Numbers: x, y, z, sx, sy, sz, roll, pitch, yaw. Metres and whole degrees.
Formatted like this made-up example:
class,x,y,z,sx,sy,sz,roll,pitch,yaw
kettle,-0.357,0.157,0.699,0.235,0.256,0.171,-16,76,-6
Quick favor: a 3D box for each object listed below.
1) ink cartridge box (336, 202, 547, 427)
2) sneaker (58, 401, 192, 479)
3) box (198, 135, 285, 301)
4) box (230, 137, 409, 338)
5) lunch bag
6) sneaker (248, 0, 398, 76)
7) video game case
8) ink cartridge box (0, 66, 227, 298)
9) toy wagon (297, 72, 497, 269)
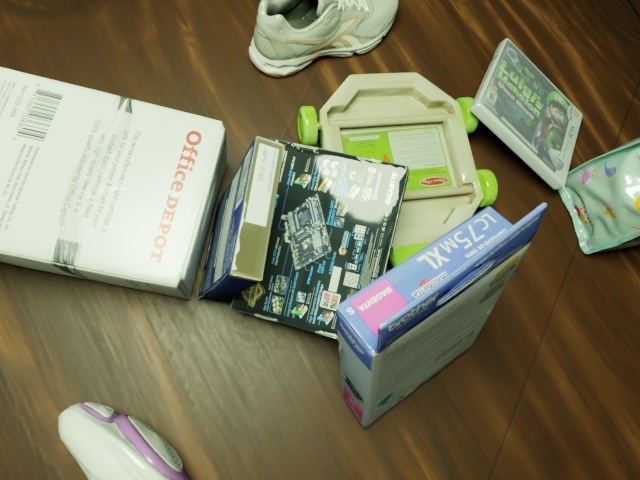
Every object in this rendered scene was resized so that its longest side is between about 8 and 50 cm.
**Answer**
class,x,y,z,sx,sy,sz,roll,pitch,yaw
ink cartridge box,0.107,0.087,0.471,0.185,0.311,0.065,-31,61,-16
sneaker,-0.186,0.306,0.459,0.152,0.114,0.305,-42,85,-18
box,-0.097,-0.007,0.509,0.036,0.225,0.137,14,73,-20
box,0.000,0.000,0.553,0.175,0.051,0.221,13,91,10
lunch bag,0.513,-0.088,0.609,0.223,0.262,0.160,-11,77,-13
sneaker,0.018,-0.339,0.669,0.262,0.121,0.099,-30,82,-16
video game case,0.327,-0.200,0.696,0.190,0.022,0.173,37,61,-13
ink cartridge box,-0.277,-0.061,0.542,0.288,0.121,0.211,13,73,-6
toy wagon,0.115,-0.080,0.643,0.266,0.068,0.345,-6,77,-11
